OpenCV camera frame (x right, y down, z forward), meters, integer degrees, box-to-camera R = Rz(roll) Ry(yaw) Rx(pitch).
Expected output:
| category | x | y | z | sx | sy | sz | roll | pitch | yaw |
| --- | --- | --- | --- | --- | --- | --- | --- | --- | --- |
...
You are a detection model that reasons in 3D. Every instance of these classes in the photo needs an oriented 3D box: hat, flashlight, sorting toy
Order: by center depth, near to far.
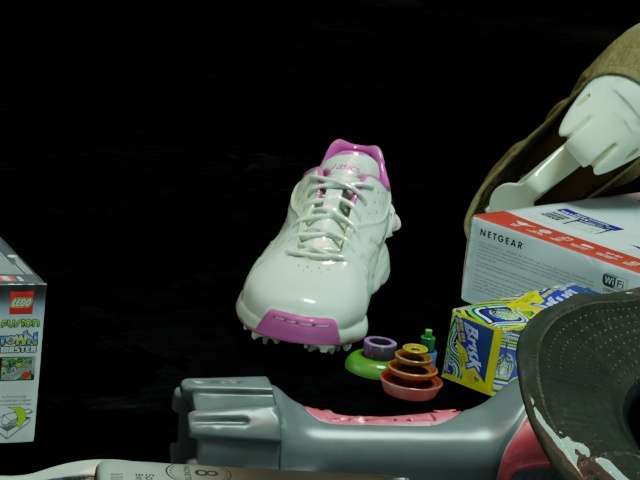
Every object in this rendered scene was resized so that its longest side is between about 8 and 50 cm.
| category | x | y | z | sx | sy | sz | roll | pitch | yaw |
| --- | --- | --- | --- | --- | --- | --- | --- | --- | --- |
| hat | 0.259 | 0.162 | 1.192 | 0.331 | 0.134 | 0.331 | 8 | 33 | -5 |
| flashlight | 0.056 | 0.127 | 1.305 | 0.304 | 0.103 | 0.103 | 3 | -11 | -12 |
| sorting toy | 0.063 | 0.090 | 1.549 | 0.061 | 0.042 | 0.102 | -2 | 17 | -30 |

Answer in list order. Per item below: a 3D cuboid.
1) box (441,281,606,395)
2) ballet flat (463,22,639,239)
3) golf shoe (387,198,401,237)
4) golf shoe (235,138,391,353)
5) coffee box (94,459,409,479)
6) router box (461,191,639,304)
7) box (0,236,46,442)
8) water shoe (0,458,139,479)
| category | x | y | z | sx | sy | sz | roll | pitch | yaw |
| --- | --- | --- | --- | --- | --- | --- | --- | --- | --- |
| box | 0.173 | 0.078 | 1.613 | 0.054 | 0.059 | 0.169 | 22 | 21 | 38 |
| ballet flat | 0.244 | -0.086 | 1.896 | 0.116 | 0.342 | 0.124 | 51 | 46 | 2 |
| golf shoe | 0.038 | -0.027 | 1.930 | 0.086 | 0.068 | 0.186 | 8 | 14 | -2 |
| golf shoe | 0.000 | 0.000 | 1.676 | 0.115 | 0.140 | 0.306 | 10 | 16 | 4 |
| coffee box | -0.022 | 0.211 | 0.904 | 0.168 | 0.119 | 0.297 | 4 | 15 | -8 |
| router box | 0.347 | 0.044 | 1.777 | 0.335 | 0.082 | 0.301 | 20 | 20 | 41 |
| box | -0.243 | 0.054 | 1.406 | 0.036 | 0.114 | 0.207 | 0 | 17 | -25 |
| water shoe | -0.164 | 0.173 | 1.119 | 0.203 | 0.073 | 0.080 | 1 | 37 | -8 |
